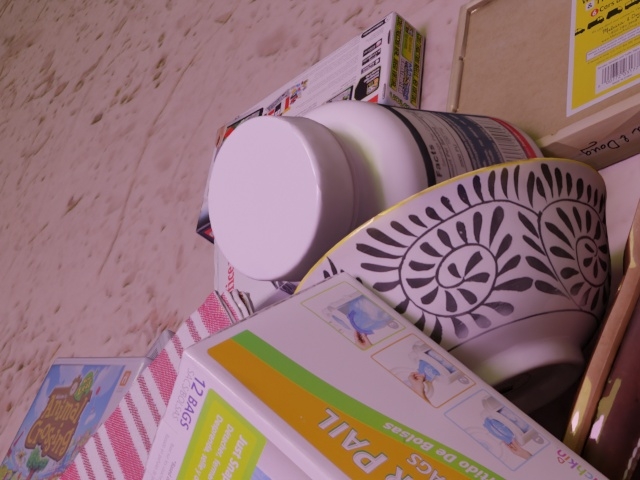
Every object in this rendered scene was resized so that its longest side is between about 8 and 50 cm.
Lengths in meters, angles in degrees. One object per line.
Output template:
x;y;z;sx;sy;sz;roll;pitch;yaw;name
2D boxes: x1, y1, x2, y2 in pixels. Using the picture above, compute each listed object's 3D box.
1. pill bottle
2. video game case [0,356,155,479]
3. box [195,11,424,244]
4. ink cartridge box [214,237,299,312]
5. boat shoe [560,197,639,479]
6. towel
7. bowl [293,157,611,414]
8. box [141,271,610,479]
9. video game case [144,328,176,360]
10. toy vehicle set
0.033;-0.020;0.653;0.108;0.180;0.107;0;90;45;pill bottle
-0.205;0.178;0.930;0.212;0.023;0.193;-10;52;60;video game case
-0.011;-0.080;0.942;0.207;0.036;0.114;-28;40;38;box
0.000;0.000;0.824;0.150;0.063;0.109;-39;34;28;ink cartridge box
0.157;0.053;0.546;0.073;0.073;0.207;19;80;17;boat shoe
-0.083;0.141;0.745;0.197;0.029;0.144;-50;45;17;towel
0.077;0.042;0.587;0.170;0.170;0.080;-38;61;27;bowl
0.035;0.125;0.492;0.203;0.103;0.114;39;128;23;box
-0.140;0.178;0.863;0.183;0.023;0.201;-54;24;9;video game case
0.184;-0.127;0.712;0.267;0.035;0.166;-24;43;42;toy vehicle set
